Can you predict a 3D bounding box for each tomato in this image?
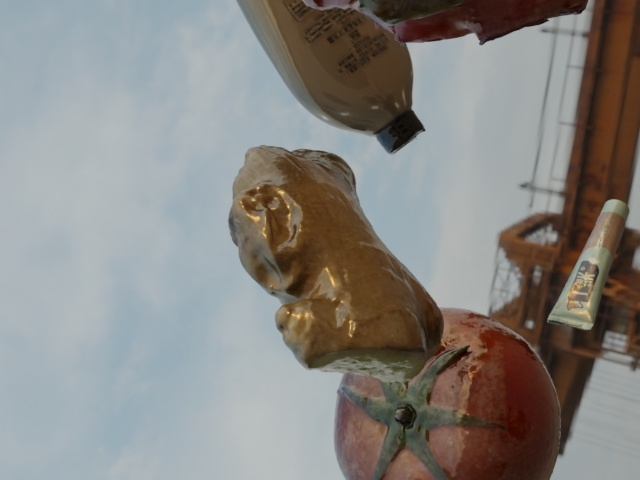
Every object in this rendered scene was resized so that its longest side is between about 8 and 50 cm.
[{"bbox_3d":[0.150,0.211,1.186,0.265,0.264,0.265,-33,-50,-52],"label":"tomato"}]

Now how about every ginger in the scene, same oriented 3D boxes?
[{"bbox_3d":[-0.003,-0.001,0.625,0.137,0.074,0.213,32,-151,-44],"label":"ginger"}]

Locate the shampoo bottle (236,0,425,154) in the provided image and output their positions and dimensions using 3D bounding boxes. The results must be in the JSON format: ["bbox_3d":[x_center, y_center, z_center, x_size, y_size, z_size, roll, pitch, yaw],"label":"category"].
[{"bbox_3d":[0.006,-0.190,0.944,0.127,0.257,0.078,-36,-1,-28],"label":"shampoo bottle"}]

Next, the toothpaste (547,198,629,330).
[{"bbox_3d":[0.345,0.030,1.295,0.205,0.056,0.036,-58,-38,-33],"label":"toothpaste"}]

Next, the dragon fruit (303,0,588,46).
[{"bbox_3d":[0.069,-0.281,0.613,0.269,0.250,0.291,-69,-37,-58],"label":"dragon fruit"}]
